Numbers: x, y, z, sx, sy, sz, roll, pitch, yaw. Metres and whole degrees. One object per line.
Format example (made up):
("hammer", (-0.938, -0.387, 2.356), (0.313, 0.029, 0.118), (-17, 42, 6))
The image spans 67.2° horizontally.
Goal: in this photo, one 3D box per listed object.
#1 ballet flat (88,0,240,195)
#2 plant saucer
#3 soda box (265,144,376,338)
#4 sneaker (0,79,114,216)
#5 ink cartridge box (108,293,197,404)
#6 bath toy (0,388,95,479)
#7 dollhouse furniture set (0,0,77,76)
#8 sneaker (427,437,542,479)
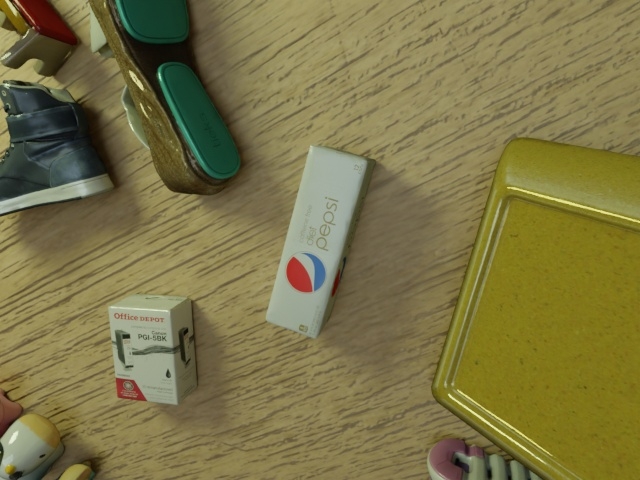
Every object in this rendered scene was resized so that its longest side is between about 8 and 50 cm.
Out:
("ballet flat", (-0.207, -0.211, 0.584), (0.124, 0.116, 0.342), (-15, 100, 35))
("plant saucer", (0.244, 0.091, 0.427), (0.333, 0.081, 0.333), (28, 111, 48))
("soda box", (0.000, 0.000, 0.573), (0.069, 0.074, 0.216), (17, 103, 10))
("sneaker", (-0.406, -0.120, 0.639), (0.226, 0.086, 0.163), (-12, 108, 6))
("ink cartridge box", (-0.231, 0.148, 0.666), (0.099, 0.056, 0.135), (1, 100, 15))
("bath toy", (-0.511, 0.284, 0.725), (0.348, 0.129, 0.151), (35, 106, 7))
("dollhouse furniture set", (-0.455, -0.394, 0.551), (0.152, 0.201, 0.374), (-40, 88, 17))
("sneaker", (0.238, 0.323, 0.569), (0.236, 0.095, 0.105), (12, 109, 17))
